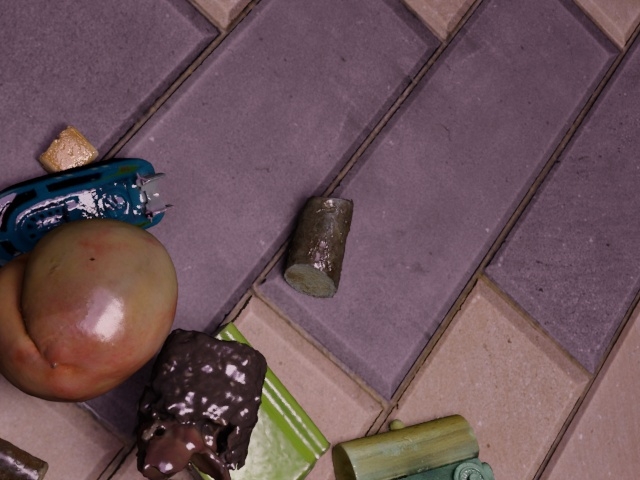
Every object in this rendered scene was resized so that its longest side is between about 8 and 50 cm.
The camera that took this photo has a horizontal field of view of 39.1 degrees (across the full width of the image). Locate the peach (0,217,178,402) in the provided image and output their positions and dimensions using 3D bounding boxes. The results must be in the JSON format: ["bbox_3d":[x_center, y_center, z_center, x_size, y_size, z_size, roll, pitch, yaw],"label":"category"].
[{"bbox_3d":[-0.345,0.107,1.310,0.292,0.292,0.247,-51,125,-23],"label":"peach"}]

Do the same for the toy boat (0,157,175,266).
[{"bbox_3d":[-0.387,-0.044,1.427,0.298,0.092,0.134,-21,105,-26],"label":"toy boat"}]

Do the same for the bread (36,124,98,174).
[{"bbox_3d":[-0.413,-0.139,1.479,0.070,0.035,0.083,42,73,-10],"label":"bread"}]

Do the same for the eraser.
[{"bbox_3d":[-0.139,0.303,1.478,0.210,0.092,0.274,-43,96,-24],"label":"eraser"}]

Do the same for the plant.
[{"bbox_3d":[-0.178,0.254,1.324,0.178,0.204,0.234,15,63,-7],"label":"plant"}]

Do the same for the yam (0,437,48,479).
[{"bbox_3d":[-0.531,0.293,1.328,0.274,0.061,0.061,33,68,-14],"label":"yam"}]

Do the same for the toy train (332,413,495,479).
[{"bbox_3d":[0.155,0.415,1.584,0.307,0.126,0.189,-8,51,-25],"label":"toy train"}]

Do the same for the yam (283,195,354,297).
[{"bbox_3d":[0.000,0.000,1.597,0.107,0.107,0.183,21,70,-19],"label":"yam"}]
